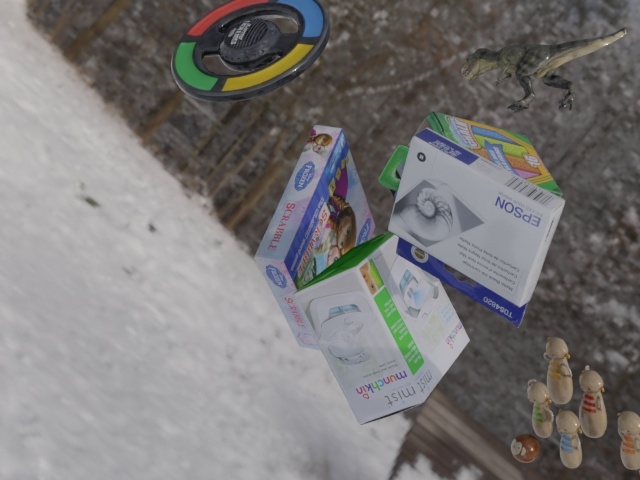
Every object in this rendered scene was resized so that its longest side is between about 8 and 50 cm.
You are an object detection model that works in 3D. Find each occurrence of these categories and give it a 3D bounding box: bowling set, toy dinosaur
[{"bbox_3d":[0.450,0.330,1.981,0.287,0.199,0.154,41,-29,51],"label":"bowling set"},{"bbox_3d":[0.350,-0.265,1.691,0.268,0.118,0.064,-6,-14,21],"label":"toy dinosaur"}]

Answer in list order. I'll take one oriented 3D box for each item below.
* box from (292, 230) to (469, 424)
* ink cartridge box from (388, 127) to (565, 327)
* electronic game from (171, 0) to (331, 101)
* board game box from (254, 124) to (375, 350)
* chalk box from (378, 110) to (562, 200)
[{"bbox_3d":[0.101,0.126,1.685,0.231,0.126,0.262,63,28,-3],"label":"box"},{"bbox_3d":[0.198,-0.008,1.445,0.223,0.045,0.224,31,-48,25],"label":"ink cartridge box"},{"bbox_3d":[-0.096,-0.270,1.465,0.229,0.229,0.048,34,-22,41],"label":"electronic game"},{"bbox_3d":[0.000,0.000,2.076,0.065,0.319,0.318,9,-32,23],"label":"board game box"},{"bbox_3d":[0.247,-0.099,1.919,0.289,0.180,0.179,9,39,-28],"label":"chalk box"}]
